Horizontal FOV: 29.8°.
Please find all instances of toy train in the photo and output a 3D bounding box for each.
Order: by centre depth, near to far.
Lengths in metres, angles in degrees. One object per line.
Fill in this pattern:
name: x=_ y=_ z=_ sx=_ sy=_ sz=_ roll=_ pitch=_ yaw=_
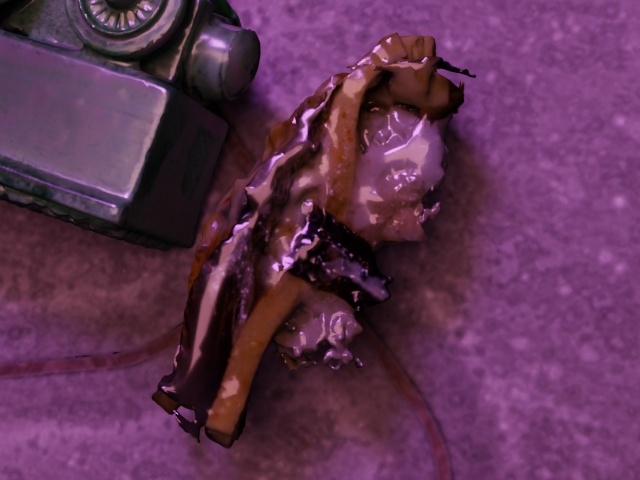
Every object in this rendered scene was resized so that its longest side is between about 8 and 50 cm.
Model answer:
toy train: x=-0.178 y=-0.120 z=0.826 sx=0.266 sy=0.145 sz=0.202 roll=19 pitch=87 yaw=17

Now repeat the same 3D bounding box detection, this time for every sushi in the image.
sushi: x=-0.006 y=-0.004 z=0.784 sx=0.131 sy=0.139 sz=0.291 roll=28 pitch=88 yaw=-3
